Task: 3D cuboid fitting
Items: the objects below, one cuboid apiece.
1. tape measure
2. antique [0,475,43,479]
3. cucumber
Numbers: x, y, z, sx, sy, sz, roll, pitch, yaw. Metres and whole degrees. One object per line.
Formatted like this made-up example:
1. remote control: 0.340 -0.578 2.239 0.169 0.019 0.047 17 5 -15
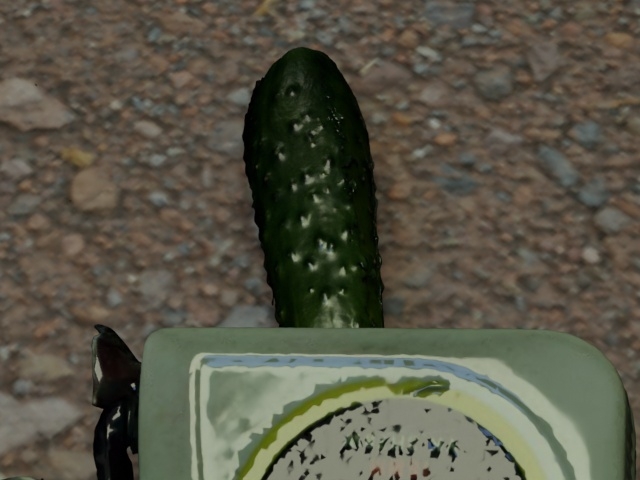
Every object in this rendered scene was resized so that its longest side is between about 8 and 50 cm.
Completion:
1. tape measure: 0.010 0.139 0.811 0.235 0.115 0.207 0 68 12
2. antique: -0.133 0.199 0.794 0.088 0.086 0.183 -13 53 -5
3. cucumber: 0.000 0.000 0.953 0.069 0.069 0.227 -7 54 -2
